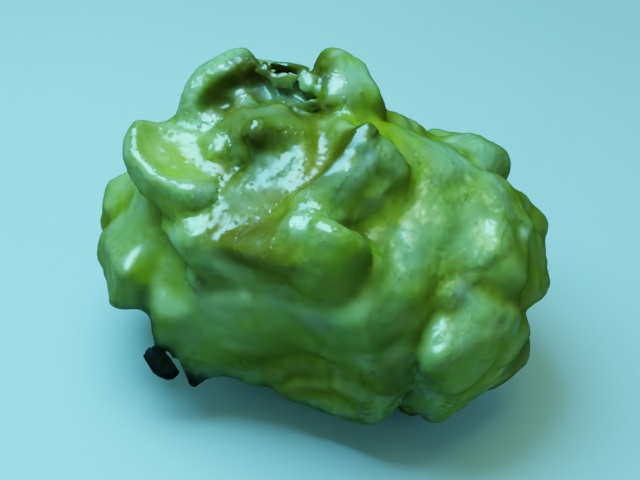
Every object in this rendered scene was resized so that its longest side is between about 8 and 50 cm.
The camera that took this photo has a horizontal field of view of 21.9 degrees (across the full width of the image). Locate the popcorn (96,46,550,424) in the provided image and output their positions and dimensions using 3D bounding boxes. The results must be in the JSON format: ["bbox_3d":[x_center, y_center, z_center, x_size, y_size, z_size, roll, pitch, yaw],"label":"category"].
[{"bbox_3d":[0.000,0.000,1.027,0.286,0.252,0.215,10,79,11],"label":"popcorn"}]
